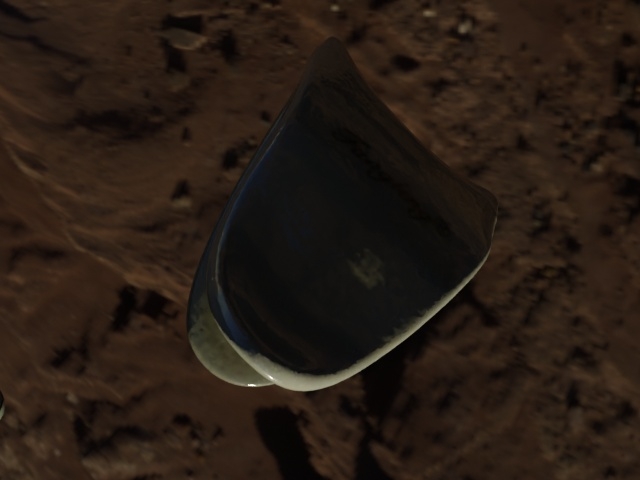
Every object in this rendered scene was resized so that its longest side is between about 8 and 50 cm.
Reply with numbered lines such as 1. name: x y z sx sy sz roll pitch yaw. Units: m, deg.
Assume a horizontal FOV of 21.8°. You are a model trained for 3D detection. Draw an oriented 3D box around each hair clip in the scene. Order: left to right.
1. hair clip: 0.012 -0.010 1.045 0.172 0.113 0.282 45 58 -7

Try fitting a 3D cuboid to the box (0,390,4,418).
1. box: -0.519 0.190 1.824 0.294 0.193 0.167 -43 135 -17
